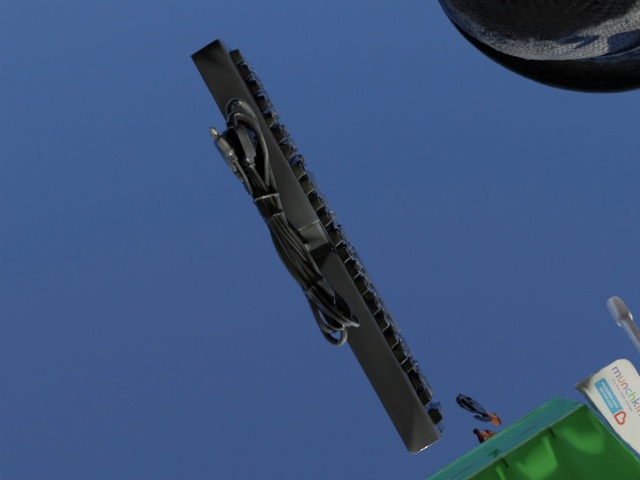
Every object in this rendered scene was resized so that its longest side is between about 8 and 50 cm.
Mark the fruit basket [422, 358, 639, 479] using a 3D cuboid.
[{"bbox_3d":[0.243,0.340,1.276,0.327,0.165,0.353,-32,-83,-5],"label":"fruit basket"}]

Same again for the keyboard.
[{"bbox_3d":[0.000,0.000,0.933,0.033,0.201,0.317,-31,-95,11],"label":"keyboard"}]

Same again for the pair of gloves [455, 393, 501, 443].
[{"bbox_3d":[0.179,0.198,1.442,0.074,0.010,0.083,28,-159,-39],"label":"pair of gloves"}]

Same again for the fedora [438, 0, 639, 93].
[{"bbox_3d":[0.224,-0.261,1.276,0.334,0.334,0.152,34,-140,14],"label":"fedora"}]

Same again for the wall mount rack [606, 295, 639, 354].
[{"bbox_3d":[0.443,0.148,1.304,0.350,0.304,0.131,25,-105,-28],"label":"wall mount rack"}]
